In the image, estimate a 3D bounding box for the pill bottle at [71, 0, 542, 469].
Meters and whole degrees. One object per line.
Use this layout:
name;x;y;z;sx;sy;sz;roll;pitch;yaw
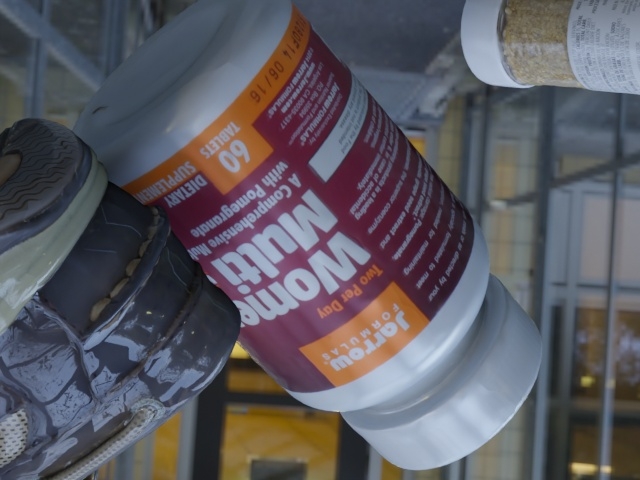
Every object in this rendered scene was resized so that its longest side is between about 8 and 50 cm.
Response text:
pill bottle;0.000;0.000;0.565;0.221;0.121;0.121;47;156;-24

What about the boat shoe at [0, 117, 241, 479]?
boat shoe;-0.161;0.100;0.521;0.130;0.132;0.355;37;132;-14

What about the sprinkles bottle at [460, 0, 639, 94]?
sprinkles bottle;0.304;-0.196;1.174;0.355;0.121;0.121;12;-176;44
